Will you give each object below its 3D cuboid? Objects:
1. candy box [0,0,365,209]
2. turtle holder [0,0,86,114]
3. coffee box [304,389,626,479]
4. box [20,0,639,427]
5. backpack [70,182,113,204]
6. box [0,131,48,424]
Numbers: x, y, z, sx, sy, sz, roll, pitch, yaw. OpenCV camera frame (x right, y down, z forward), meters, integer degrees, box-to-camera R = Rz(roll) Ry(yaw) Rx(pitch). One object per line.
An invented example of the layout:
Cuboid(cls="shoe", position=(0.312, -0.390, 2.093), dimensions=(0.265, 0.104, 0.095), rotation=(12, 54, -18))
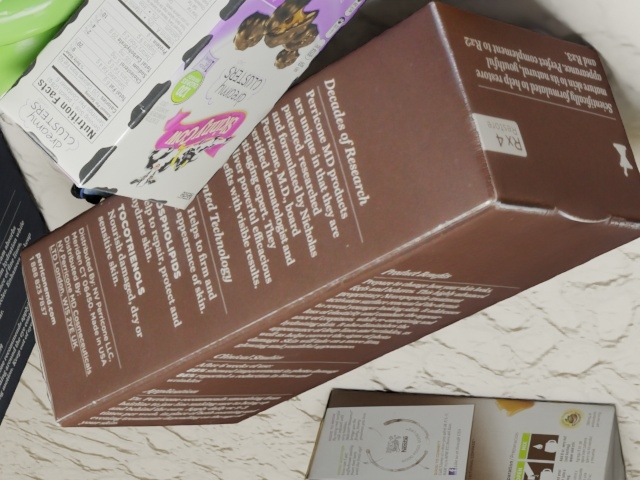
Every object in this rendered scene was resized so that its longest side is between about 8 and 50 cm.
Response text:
Cuboid(cls="candy box", position=(-0.063, -0.115, 0.943), dimensions=(0.070, 0.165, 0.196), rotation=(44, 99, 13))
Cuboid(cls="turtle holder", position=(-0.249, -0.195, 0.974), dimensions=(0.320, 0.243, 0.227), rotation=(8, 158, -2))
Cuboid(cls="coffee box", position=(0.127, 0.208, 1.433), dimensions=(0.246, 0.098, 0.141), rotation=(2, 139, 17))
Cuboid(cls="box", position=(0.000, 0.000, 1.109), dimensions=(0.381, 0.143, 0.191), rotation=(-26, 160, 34))
Cuboid(cls="backpack", position=(-0.121, -0.090, 1.161), dimensions=(0.084, 0.105, 0.114), rotation=(8, 135, -7))
Cuboid(cls="box", position=(-0.358, 0.044, 1.216), dimensions=(0.179, 0.343, 0.312), rotation=(4, 139, 16))
